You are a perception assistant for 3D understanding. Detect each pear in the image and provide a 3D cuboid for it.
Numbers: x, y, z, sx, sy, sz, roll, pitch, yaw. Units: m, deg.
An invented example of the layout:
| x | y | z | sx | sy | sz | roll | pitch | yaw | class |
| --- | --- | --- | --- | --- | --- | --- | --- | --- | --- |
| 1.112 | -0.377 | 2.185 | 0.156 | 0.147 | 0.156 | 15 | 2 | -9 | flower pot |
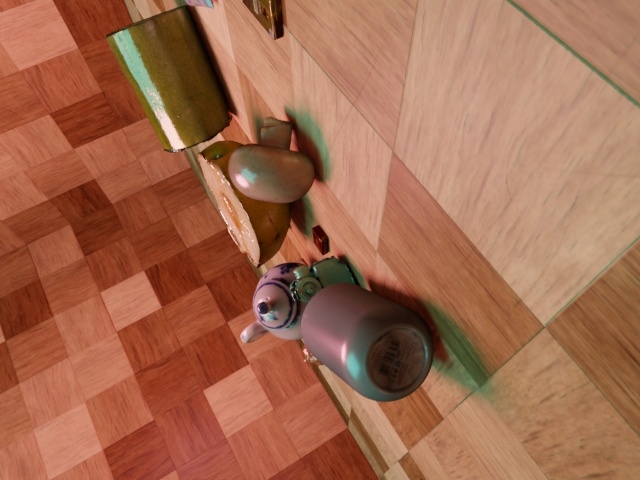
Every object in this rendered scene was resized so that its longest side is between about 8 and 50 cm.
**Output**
| x | y | z | sx | sy | sz | roll | pitch | yaw | class |
| --- | --- | --- | --- | --- | --- | --- | --- | --- | --- |
| -0.194 | -0.125 | 1.529 | 0.340 | 0.191 | 0.386 | 42 | 156 | 45 | pear |

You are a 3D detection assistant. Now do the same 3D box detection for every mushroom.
| x | y | z | sx | sy | sz | roll | pitch | yaw | class |
| --- | --- | --- | --- | --- | --- | --- | --- | --- | --- |
| -0.108 | -0.186 | 1.173 | 0.204 | 0.204 | 0.204 | 56 | 165 | 23 | mushroom |

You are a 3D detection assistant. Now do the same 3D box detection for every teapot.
| x | y | z | sx | sy | sz | roll | pitch | yaw | class |
| --- | --- | --- | --- | --- | --- | --- | --- | --- | --- |
| -0.112 | 0.200 | 1.646 | 0.252 | 0.424 | 0.280 | 54 | -154 | 17 | teapot |

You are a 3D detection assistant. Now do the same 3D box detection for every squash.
| x | y | z | sx | sy | sz | roll | pitch | yaw | class |
| --- | --- | --- | --- | --- | --- | --- | --- | --- | --- |
| -0.461 | -0.504 | 1.611 | 0.263 | 0.263 | 0.384 | 40 | 156 | 56 | squash |

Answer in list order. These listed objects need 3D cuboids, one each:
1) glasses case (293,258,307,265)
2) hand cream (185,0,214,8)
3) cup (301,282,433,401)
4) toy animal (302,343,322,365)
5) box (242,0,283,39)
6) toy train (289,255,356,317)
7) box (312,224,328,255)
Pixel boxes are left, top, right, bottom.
| x | y | z | sx | sy | sz | roll | pitch | yaw | class |
| --- | --- | --- | --- | --- | --- | --- | --- | --- | --- |
| -0.058 | 0.152 | 1.879 | 0.083 | 0.050 | 0.196 | 46 | 159 | 43 | glasses case |
| -0.307 | -0.616 | 1.289 | 0.171 | 0.043 | 0.065 | 34 | 151 | 53 | hand cream |
| 0.098 | 0.217 | 1.111 | 0.205 | 0.205 | 0.312 | 65 | 165 | -13 | cup |
| 0.020 | 0.311 | 1.624 | 0.104 | 0.185 | 0.184 | 56 | 165 | 28 | toy animal |
| -0.113 | -0.448 | 0.949 | 0.133 | 0.023 | 0.090 | 55 | 166 | 25 | box |
| 0.018 | 0.145 | 1.347 | 0.203 | 0.163 | 0.112 | 65 | 167 | -5 | toy train |
| 0.000 | 0.000 | 1.423 | 0.051 | 0.023 | 0.082 | 53 | 164 | 28 | box |
